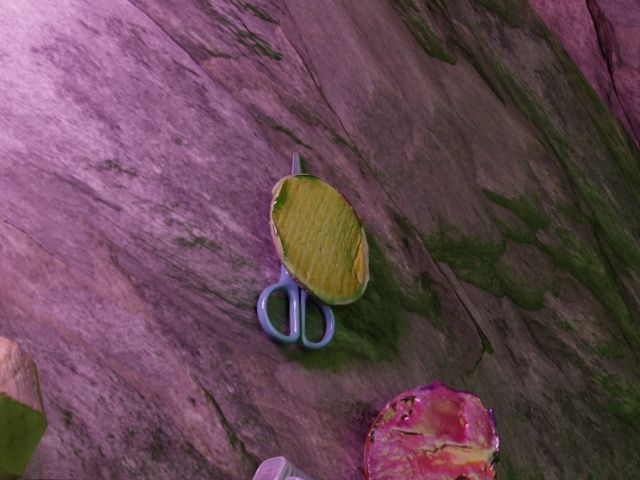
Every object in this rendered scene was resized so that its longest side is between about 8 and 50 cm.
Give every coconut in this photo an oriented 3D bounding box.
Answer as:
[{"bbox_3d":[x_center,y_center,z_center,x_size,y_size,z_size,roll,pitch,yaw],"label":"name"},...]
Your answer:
[{"bbox_3d":[-0.510,0.240,1.207,0.259,0.259,0.259,17,62,-36],"label":"coconut"}]

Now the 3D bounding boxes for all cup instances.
[{"bbox_3d":[-0.046,0.463,1.609,0.129,0.128,0.095,41,52,-19],"label":"cup"}]

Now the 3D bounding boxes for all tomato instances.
[{"bbox_3d":[0.205,0.459,1.811,0.290,0.176,0.334,8,62,-18],"label":"tomato"}]

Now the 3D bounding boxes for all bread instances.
[{"bbox_3d":[-0.004,-0.001,1.854,0.301,0.045,0.301,29,48,-38],"label":"bread"}]

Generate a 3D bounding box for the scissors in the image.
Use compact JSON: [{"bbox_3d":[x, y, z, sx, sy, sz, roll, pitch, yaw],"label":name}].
[{"bbox_3d":[-0.049,0.008,1.859,0.193,0.029,0.447,18,59,-37],"label":"scissors"}]
